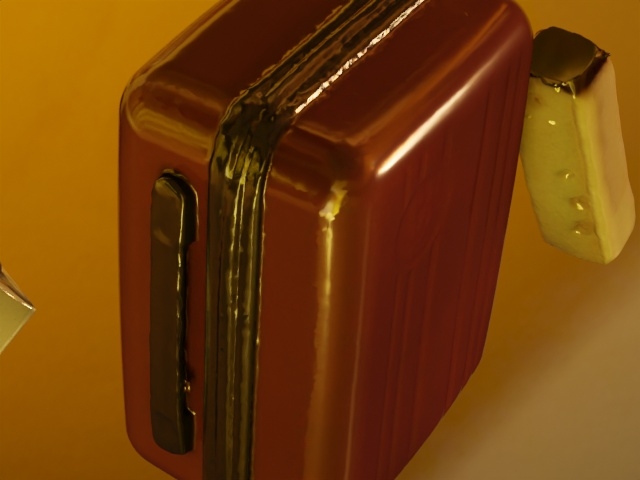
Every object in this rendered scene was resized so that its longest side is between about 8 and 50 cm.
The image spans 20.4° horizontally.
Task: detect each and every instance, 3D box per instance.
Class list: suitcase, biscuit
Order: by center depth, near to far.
[{"bbox_3d":[0.000,0.000,1.000,0.161,0.297,0.236,24,-137,21],"label":"suitcase"},{"bbox_3d":[0.156,-0.053,1.081,0.056,0.188,0.052,22,-114,26],"label":"biscuit"}]

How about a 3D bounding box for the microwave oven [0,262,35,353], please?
[{"bbox_3d":[-0.235,-0.010,0.527,0.240,0.145,0.194,39,-93,-34],"label":"microwave oven"}]
